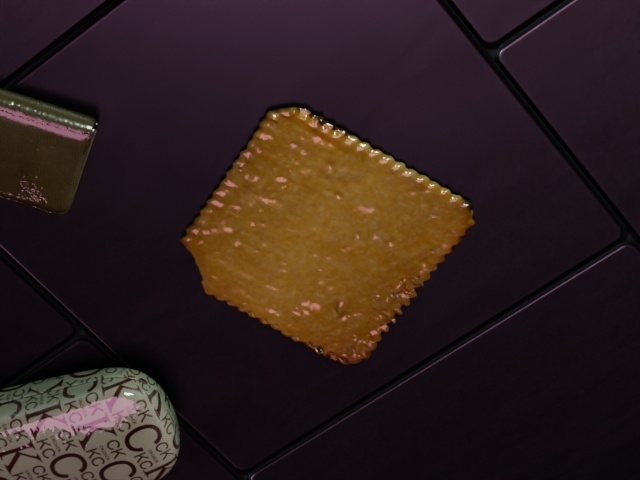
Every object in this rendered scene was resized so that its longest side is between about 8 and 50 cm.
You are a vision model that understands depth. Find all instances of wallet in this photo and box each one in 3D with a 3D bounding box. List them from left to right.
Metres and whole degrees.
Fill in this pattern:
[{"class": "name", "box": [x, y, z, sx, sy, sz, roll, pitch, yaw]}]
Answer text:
[{"class": "wallet", "box": [-0.315, -0.097, 1.436, 0.198, 0.031, 0.110, 17, 121, -10]}]

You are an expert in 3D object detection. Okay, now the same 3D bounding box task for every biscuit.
[{"class": "biscuit", "box": [0.000, 0.000, 1.512, 0.236, 0.013, 0.232, 29, 118, -17]}]

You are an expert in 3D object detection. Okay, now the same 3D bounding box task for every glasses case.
[{"class": "glasses case", "box": [-0.320, 0.224, 1.605, 0.354, 0.085, 0.137, -13, 122, 8]}]
